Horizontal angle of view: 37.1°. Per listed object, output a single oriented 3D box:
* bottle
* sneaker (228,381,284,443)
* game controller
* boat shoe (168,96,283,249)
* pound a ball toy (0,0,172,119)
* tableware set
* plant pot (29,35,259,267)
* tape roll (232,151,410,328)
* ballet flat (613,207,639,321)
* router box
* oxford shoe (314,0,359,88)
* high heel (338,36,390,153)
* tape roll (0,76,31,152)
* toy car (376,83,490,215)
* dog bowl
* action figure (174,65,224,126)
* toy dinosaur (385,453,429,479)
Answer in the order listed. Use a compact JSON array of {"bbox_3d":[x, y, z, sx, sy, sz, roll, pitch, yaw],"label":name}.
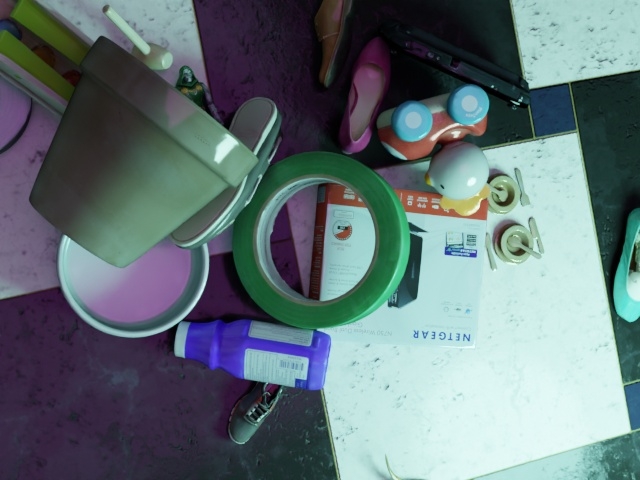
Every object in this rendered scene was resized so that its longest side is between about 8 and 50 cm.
[{"bbox_3d":[-0.124,0.202,1.751,0.282,0.118,0.092,8,48,3],"label":"bottle"},{"bbox_3d":[-0.120,0.313,1.795,0.061,0.065,0.158,33,81,-13],"label":"sneaker"},{"bbox_3d":[0.261,-0.344,1.856,0.319,0.166,0.067,22,102,-15],"label":"game controller"},{"bbox_3d":[-0.153,-0.105,1.701,0.335,0.112,0.095,-62,148,-25],"label":"boat shoe"},{"bbox_3d":[-0.428,-0.323,1.634,0.319,0.135,0.208,39,73,-53],"label":"pound a ball toy"},{"bbox_3d":[0.388,-0.044,1.954,0.128,0.039,0.194,-19,95,-15],"label":"tableware set"},{"bbox_3d":[-0.306,-0.119,1.535,0.323,0.323,0.280,37,88,-13],"label":"plant pot"},{"bbox_3d":[0.000,0.000,1.742,0.321,0.077,0.322,-1,87,18],"label":"tape roll"},{"bbox_3d":[0.677,0.050,2.012,0.083,0.087,0.248,9,88,-16],"label":"ballet flat"},{"bbox_3d":[0.151,0.051,1.864,0.335,0.082,0.301,5,89,-16],"label":"router box"},{"bbox_3d":[0.021,-0.400,1.845,0.076,0.076,0.212,11,89,14],"label":"oxford shoe"},{"bbox_3d":[0.088,-0.284,1.825,0.082,0.117,0.244,23,85,-5],"label":"high heel"},{"bbox_3d":[-0.614,-0.248,1.651,0.219,0.072,0.219,0,91,-15],"label":"tape roll"},{"bbox_3d":[0.231,-0.155,1.800,0.210,0.219,0.238,-16,94,-3],"label":"toy car"},{"bbox_3d":[-0.340,0.038,1.712,0.264,0.104,0.265,0,89,-16],"label":"dog bowl"},{"bbox_3d":[-0.225,-0.209,1.765,0.137,0.063,0.232,-19,99,-27],"label":"action figure"},{"bbox_3d":[0.198,0.501,1.898,0.211,0.064,0.112,17,67,-24],"label":"toy dinosaur"}]
